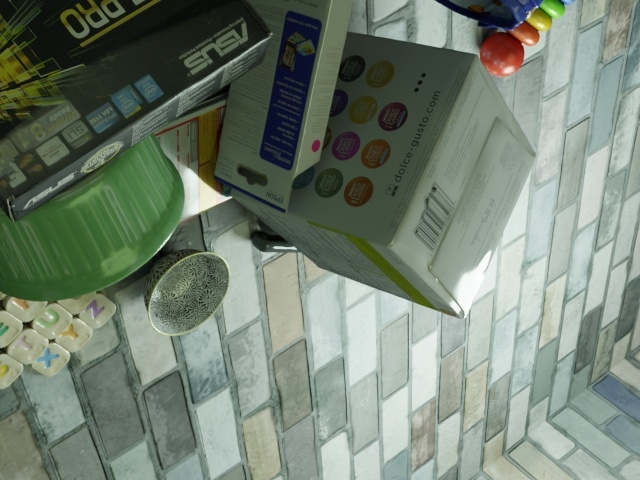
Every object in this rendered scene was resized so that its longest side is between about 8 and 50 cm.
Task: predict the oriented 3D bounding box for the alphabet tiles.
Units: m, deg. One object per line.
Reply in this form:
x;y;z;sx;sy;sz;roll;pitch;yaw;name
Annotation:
-0.456;0.113;1.674;0.284;0.021;0.278;-46;143;-7;alphabet tiles

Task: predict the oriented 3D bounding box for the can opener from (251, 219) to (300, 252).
0.000;0.000;1.999;0.283;0.095;0.076;1;119;-47;can opener

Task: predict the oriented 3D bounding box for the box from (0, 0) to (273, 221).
-0.309;-0.259;1.281;0.395;0.318;0.097;-36;175;-20;box

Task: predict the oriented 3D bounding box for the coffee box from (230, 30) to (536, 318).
0.116;-0.116;1.774;0.338;0.334;0.338;40;72;-54;coffee box

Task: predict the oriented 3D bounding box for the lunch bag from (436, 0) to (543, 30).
0.267;-0.524;1.603;0.328;0.385;0.239;-51;143;-2;lunch bag

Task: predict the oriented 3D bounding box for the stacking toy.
0.427;-0.473;2.049;0.141;0.141;0.330;18;113;-52;stacking toy

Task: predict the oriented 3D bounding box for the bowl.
-0.249;0.074;1.810;0.170;0.080;0.170;-28;138;-29;bowl

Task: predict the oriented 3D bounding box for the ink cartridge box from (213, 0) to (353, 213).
-0.061;-0.245;1.619;0.069;0.175;0.371;-5;115;-49;ink cartridge box

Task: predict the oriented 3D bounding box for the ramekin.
-0.349;-0.078;1.399;0.303;0.303;0.148;-36;137;-20;ramekin

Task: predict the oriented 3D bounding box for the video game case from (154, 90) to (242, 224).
-0.188;-0.138;1.718;0.285;0.025;0.204;-29;138;-37;video game case
